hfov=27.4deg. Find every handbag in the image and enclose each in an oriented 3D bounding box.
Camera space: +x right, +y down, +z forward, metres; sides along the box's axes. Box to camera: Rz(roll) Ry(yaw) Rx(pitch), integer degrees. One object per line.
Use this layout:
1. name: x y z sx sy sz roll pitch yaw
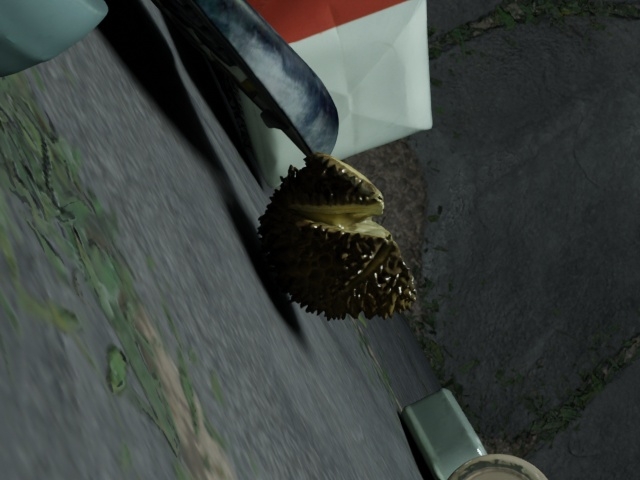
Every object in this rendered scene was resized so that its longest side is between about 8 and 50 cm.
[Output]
1. handbag: -0.032 -0.210 1.002 0.171 0.151 0.298 79 -11 -57

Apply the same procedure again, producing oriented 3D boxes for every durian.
1. durian: -0.002 -0.002 0.753 0.140 0.071 0.110 -131 -163 -65

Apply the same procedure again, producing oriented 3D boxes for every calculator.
1. calculator: -0.073 -0.131 0.702 0.177 0.040 0.268 45 3 23

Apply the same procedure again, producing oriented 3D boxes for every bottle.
1. bottle: 0.136 0.218 0.996 0.099 0.099 0.152 64 2 21

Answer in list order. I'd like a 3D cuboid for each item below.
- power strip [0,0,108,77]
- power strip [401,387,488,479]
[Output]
1. power strip: -0.122 -0.142 0.302 0.216 0.044 0.137 63 4 3
2. power strip: 0.162 0.272 1.149 0.265 0.059 0.194 61 0 -24
